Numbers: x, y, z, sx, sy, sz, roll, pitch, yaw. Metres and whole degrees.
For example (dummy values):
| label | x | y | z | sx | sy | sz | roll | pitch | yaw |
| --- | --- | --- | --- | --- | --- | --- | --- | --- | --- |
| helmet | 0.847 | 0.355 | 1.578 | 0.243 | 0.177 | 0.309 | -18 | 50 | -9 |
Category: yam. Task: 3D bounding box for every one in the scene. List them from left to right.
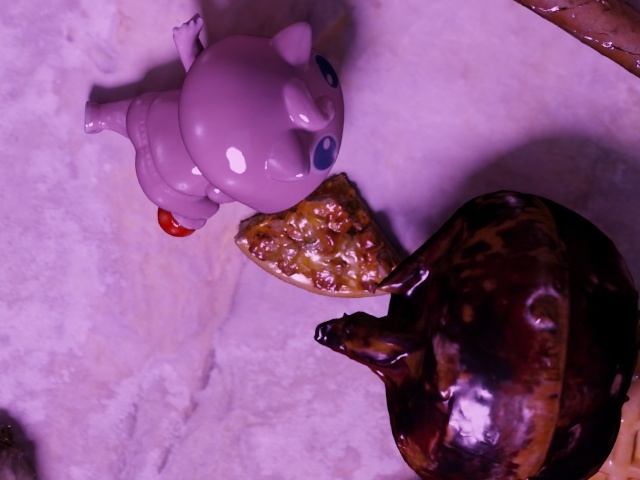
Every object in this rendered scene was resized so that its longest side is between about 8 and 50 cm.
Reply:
| label | x | y | z | sx | sy | sz | roll | pitch | yaw |
| --- | --- | --- | --- | --- | --- | --- | --- | --- | --- |
| yam | 0.195 | -0.208 | 1.449 | 0.241 | 0.057 | 0.057 | 31 | 127 | -12 |

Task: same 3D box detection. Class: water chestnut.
| label | x | y | z | sx | sy | sz | roll | pitch | yaw |
| --- | --- | --- | --- | --- | --- | --- | --- | --- | --- |
| water chestnut | 0.138 | 0.101 | 1.552 | 0.300 | 0.300 | 0.300 | 6 | 128 | 8 |

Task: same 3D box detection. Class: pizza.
| label | x | y | z | sx | sy | sz | roll | pitch | yaw |
| --- | --- | --- | --- | --- | --- | --- | --- | --- | --- |
| pizza | 0.000 | 0.001 | 1.658 | 0.175 | 0.046 | 0.134 | 7 | 128 | 8 |

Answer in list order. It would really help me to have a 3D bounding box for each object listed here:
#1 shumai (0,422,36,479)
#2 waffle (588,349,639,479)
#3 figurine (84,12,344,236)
| label | x | y | z | sx | sy | sz | roll | pitch | yaw |
| --- | --- | --- | --- | --- | --- | --- | --- | --- | --- |
| shumai | -0.408 | 0.332 | 1.918 | 0.256 | 0.189 | 0.218 | -16 | 120 | 30 |
| waffle | 0.346 | 0.233 | 1.731 | 0.224 | 0.098 | 0.327 | 7 | 126 | 6 |
| figurine | -0.081 | -0.100 | 1.557 | 0.186 | 0.176 | 0.287 | 2 | 163 | -43 |
